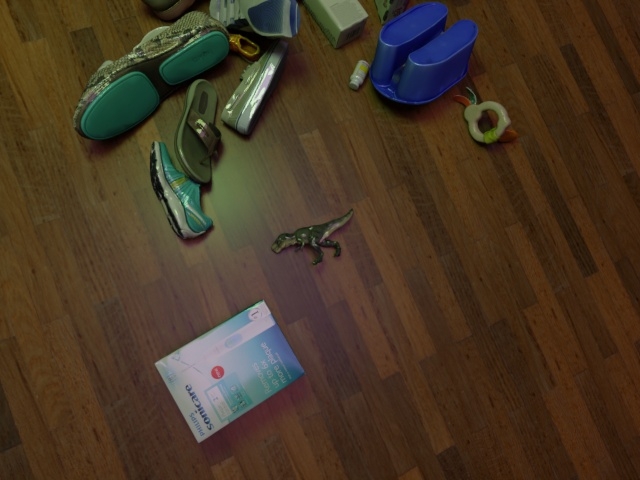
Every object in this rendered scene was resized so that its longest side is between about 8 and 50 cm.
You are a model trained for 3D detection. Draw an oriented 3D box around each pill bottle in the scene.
[{"bbox_3d":[0.118,-0.511,1.241,0.043,0.043,0.083,26,78,-5],"label":"pill bottle"}]

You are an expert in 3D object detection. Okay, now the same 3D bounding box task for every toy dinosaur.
[{"bbox_3d":[0.000,0.000,1.136,0.268,0.064,0.118,-21,79,-15],"label":"toy dinosaur"}]

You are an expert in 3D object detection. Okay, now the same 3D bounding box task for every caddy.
[{"bbox_3d":[0.308,-0.551,1.214,0.341,0.179,0.241,-39,70,-19],"label":"caddy"}]

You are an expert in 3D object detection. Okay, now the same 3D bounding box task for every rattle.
[{"bbox_3d":[0.536,-0.406,1.287,0.143,0.130,0.199,-22,59,-23],"label":"rattle"}]

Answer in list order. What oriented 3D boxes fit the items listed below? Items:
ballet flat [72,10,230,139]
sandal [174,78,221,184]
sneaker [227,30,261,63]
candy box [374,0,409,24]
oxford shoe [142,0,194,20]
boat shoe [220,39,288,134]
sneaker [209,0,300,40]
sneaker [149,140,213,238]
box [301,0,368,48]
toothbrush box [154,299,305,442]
[{"bbox_3d":[-0.471,-0.461,1.087,0.483,0.164,0.182,-41,69,-11],"label":"ballet flat"},{"bbox_3d":[-0.319,-0.304,1.086,0.086,0.120,0.303,-3,79,27],"label":"sandal"},{"bbox_3d":[-0.254,-0.587,1.178,0.175,0.067,0.064,20,80,-5],"label":"sneaker"},{"bbox_3d":[0.211,-0.831,1.248,0.071,0.159,0.233,-13,84,-9],"label":"candy box"},{"bbox_3d":[-0.346,-0.784,1.080,0.397,0.146,0.140,-45,81,11],"label":"oxford shoe"},{"bbox_3d":[-0.186,-0.452,1.150,0.094,0.109,0.302,26,81,-3],"label":"boat shoe"},{"bbox_3d":[-0.148,-0.638,1.125,0.182,0.315,0.127,-18,126,-45],"label":"sneaker"},{"bbox_3d":[-0.383,-0.138,1.085,0.110,0.107,0.275,-24,91,-32],"label":"sneaker"},{"bbox_3d":[0.019,-0.747,1.236,0.113,0.094,0.275,-33,88,-13],"label":"box"},{"bbox_3d":[-0.221,0.315,1.014,0.295,0.126,0.216,-29,87,-11],"label":"toothbrush box"}]
